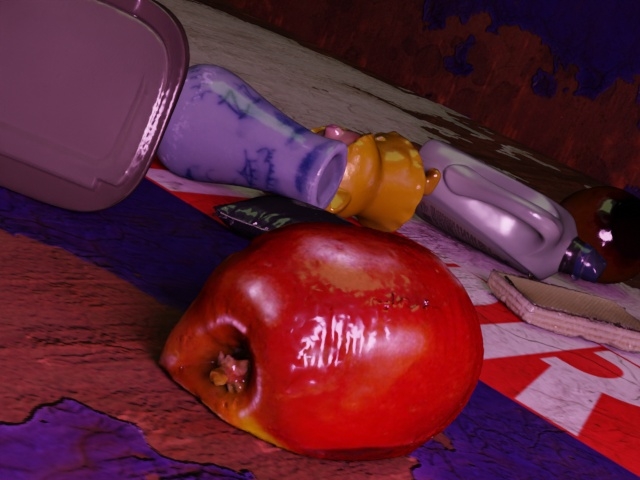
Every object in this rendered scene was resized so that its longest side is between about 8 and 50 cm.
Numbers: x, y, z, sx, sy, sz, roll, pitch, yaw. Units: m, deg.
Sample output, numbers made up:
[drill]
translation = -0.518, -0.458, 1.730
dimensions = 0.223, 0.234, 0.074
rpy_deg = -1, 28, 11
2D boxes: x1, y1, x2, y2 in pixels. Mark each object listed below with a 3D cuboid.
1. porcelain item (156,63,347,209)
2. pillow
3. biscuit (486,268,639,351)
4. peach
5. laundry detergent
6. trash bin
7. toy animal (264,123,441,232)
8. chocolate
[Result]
[porcelain item]
translation = -0.098, -0.121, 1.523
dimensions = 0.259, 0.141, 0.141
rpy_deg = 24, 12, 20
[pillow]
translation = 0.000, 0.000, 1.396
dimensions = 0.208, 0.055, 0.141
rpy_deg = 24, 11, 18
[biscuit]
translation = 0.312, 0.088, 1.611
dimensions = 0.199, 0.040, 0.121
rpy_deg = 15, 17, -26
[peach]
translation = 0.041, 0.078, 0.959
dimensions = 0.267, 0.158, 0.154
rpy_deg = 14, 21, -41
[laundry detergent]
translation = 0.262, -0.026, 1.777
dimensions = 0.281, 0.105, 0.215
rpy_deg = 31, -8, 22
[trash bin]
translation = -0.246, -0.160, 1.321
dimensions = 0.220, 0.219, 0.250
rpy_deg = 24, 6, -2
[toy animal]
translation = 0.048, -0.077, 1.647
dimensions = 0.230, 0.156, 0.156
rpy_deg = -2, 26, -39
[chocolate]
translation = 0.423, -0.006, 1.975
dimensions = 0.177, 0.176, 0.177
rpy_deg = 22, 13, -5
